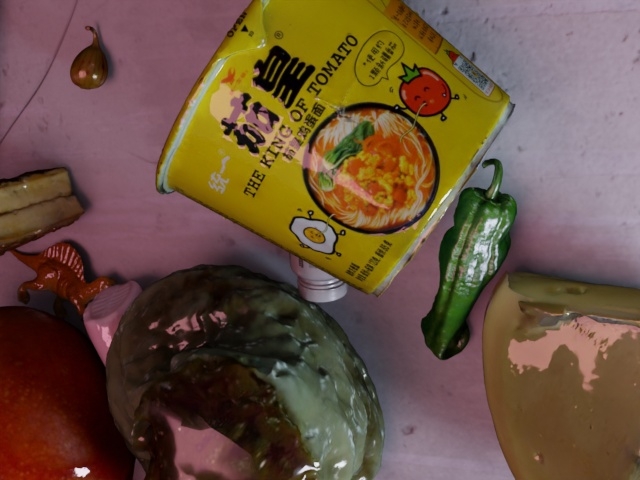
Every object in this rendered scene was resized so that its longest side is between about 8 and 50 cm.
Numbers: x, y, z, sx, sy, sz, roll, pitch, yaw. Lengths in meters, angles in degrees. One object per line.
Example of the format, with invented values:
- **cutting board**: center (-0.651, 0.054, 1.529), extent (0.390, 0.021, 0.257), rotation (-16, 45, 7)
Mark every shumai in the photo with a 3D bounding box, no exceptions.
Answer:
- **shumai**: center (-0.097, 0.234, 1.224), extent (0.324, 0.323, 0.397), rotation (-30, 100, 4)

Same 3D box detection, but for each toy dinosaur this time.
- **toy dinosaur**: center (-0.394, 0.050, 1.536), extent (0.212, 0.057, 0.142), rotation (45, 124, 7)

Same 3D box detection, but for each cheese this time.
- **cheese**: center (0.305, 0.192, 1.136), extent (0.260, 0.128, 0.315), rotation (9, 112, 37)

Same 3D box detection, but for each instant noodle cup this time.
- **instant noodle cup**: center (0.024, -0.110, 1.053), extent (0.254, 0.325, 0.325), rotation (36, 127, 1)

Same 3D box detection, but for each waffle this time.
- **waffle**: center (-0.511, -0.008, 1.474), extent (0.308, 0.213, 0.091), rotation (-20, 93, 35)

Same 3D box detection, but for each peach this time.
- **peach**: center (-0.444, 0.289, 1.494), extent (0.388, 0.388, 0.388), rotation (14, 119, 26)

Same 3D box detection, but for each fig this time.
- **fig**: center (-0.300, -0.238, 1.343), extent (0.050, 0.050, 0.083), rotation (15, 106, 25)

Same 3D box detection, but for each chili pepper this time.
- **chili pepper**: center (0.163, 0.033, 1.161), extent (0.074, 0.100, 0.257), rotation (29, 128, 15)

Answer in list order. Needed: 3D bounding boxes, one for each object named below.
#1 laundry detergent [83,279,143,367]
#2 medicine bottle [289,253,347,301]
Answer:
- **laundry detergent**: center (-0.228, 0.226, 1.466), extent (0.088, 0.159, 0.335), rotation (-20, 109, 7)
- **medicine bottle**: center (0.000, 0.000, 1.251), extent (0.079, 0.079, 0.140), rotation (11, 118, 27)
